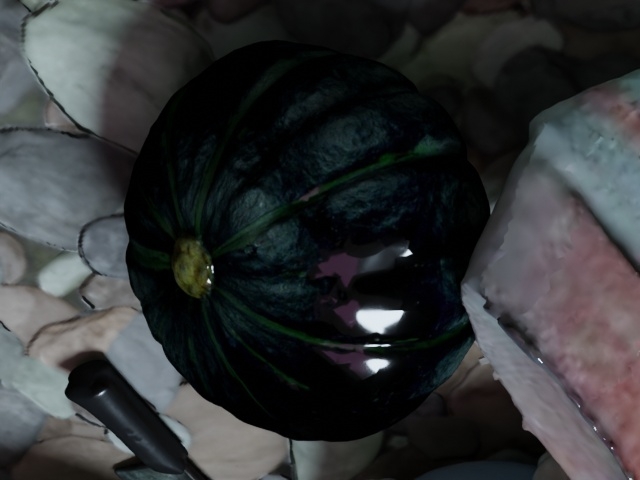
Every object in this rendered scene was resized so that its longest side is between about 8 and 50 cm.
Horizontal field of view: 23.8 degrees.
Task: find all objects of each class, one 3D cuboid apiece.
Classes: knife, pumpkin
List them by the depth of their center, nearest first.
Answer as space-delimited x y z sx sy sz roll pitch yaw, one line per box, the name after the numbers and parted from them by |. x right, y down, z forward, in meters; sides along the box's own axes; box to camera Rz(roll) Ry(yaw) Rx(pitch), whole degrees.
-0.009 0.003 0.710 0.150 0.194 0.194 7 132 -25 | pumpkin
-0.090 0.155 0.942 0.060 0.028 0.230 -14 131 31 | knife

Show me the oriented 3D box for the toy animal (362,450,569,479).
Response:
0.118 0.202 0.878 0.204 0.156 0.208 -17 134 15 | toy animal

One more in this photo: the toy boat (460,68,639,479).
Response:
0.197 -0.012 0.681 0.282 0.096 0.206 -39 106 -14 | toy boat
